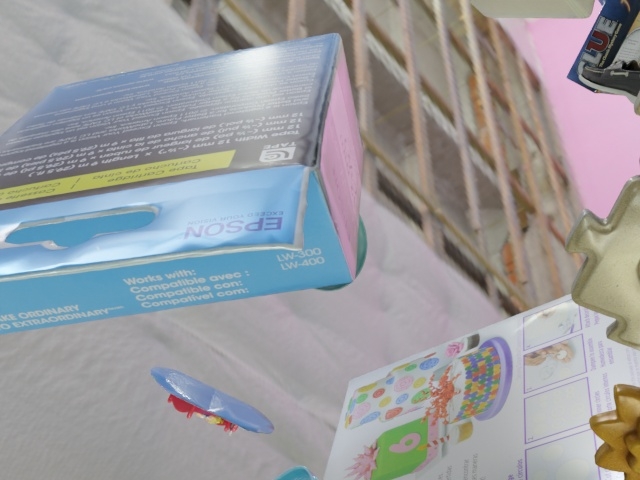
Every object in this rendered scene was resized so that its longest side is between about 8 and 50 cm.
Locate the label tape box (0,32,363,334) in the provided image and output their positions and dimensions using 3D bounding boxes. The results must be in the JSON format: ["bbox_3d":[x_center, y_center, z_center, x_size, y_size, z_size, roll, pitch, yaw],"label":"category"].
[{"bbox_3d":[-0.105,-0.025,0.589,0.348,0.249,0.115,-82,-19,-61],"label":"label tape box"}]

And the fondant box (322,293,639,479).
[{"bbox_3d":[0.162,0.160,0.679,0.096,0.330,0.238,57,-155,-19],"label":"fondant box"}]

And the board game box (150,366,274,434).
[{"bbox_3d":[-0.139,0.208,1.071,0.168,0.033,0.133,26,180,-5],"label":"board game box"}]

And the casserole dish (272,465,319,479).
[{"bbox_3d":[-0.054,0.419,1.317,0.037,0.188,0.114,24,-146,-45],"label":"casserole dish"}]

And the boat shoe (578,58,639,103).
[{"bbox_3d":[0.306,-0.160,0.870,0.046,0.038,0.125,1,-158,-22],"label":"boat shoe"}]

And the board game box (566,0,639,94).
[{"bbox_3d":[0.389,-0.249,1.018,0.042,0.165,0.243,37,-153,30],"label":"board game box"}]

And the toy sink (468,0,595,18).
[{"bbox_3d":[0.175,-0.325,0.828,0.234,0.131,0.153,16,-94,-54],"label":"toy sink"}]

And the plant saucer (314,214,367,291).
[{"bbox_3d":[0.000,0.000,1.003,0.119,0.021,0.119,6,-100,-33],"label":"plant saucer"}]

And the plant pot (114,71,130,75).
[{"bbox_3d":[-0.261,-0.188,1.576,0.254,0.276,0.276,7,-124,-44],"label":"plant pot"}]

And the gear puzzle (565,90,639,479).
[{"bbox_3d":[0.212,0.006,0.404,0.175,0.339,0.044,20,-148,3],"label":"gear puzzle"}]

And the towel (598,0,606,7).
[{"bbox_3d":[0.517,-0.376,1.350,0.243,0.040,0.336,53,177,-7],"label":"towel"}]
